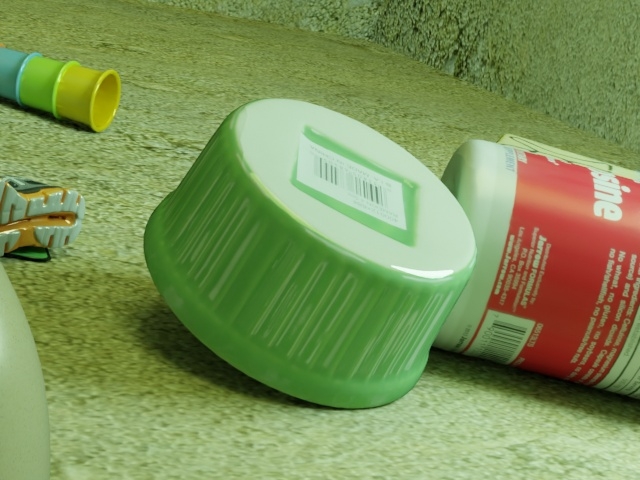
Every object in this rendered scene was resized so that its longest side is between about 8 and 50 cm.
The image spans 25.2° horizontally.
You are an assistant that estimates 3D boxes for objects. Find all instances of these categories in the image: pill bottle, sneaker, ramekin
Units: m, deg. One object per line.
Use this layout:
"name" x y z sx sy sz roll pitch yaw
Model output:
"pill bottle" 0.318 0.047 1.535 0.407 0.229 0.229 15 14 -4
"sneaker" -0.333 -0.030 1.441 0.083 0.084 0.215 20 6 29
"ramekin" 0.000 0.000 1.354 0.303 0.148 0.303 24 29 -14

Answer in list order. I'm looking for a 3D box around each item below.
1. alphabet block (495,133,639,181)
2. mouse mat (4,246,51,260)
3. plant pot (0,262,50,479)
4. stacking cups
"alphabet block" 0.285 -0.009 1.787 0.197 0.193 0.192 18 13 10
"mouse mat" -0.370 -0.020 1.521 0.152 0.007 0.190 10 17 -21
"plant pot" -0.292 0.072 0.885 0.284 0.191 0.284 15 14 -4
"stacking cups" -0.459 -0.241 2.121 0.316 0.096 0.096 15 14 13
